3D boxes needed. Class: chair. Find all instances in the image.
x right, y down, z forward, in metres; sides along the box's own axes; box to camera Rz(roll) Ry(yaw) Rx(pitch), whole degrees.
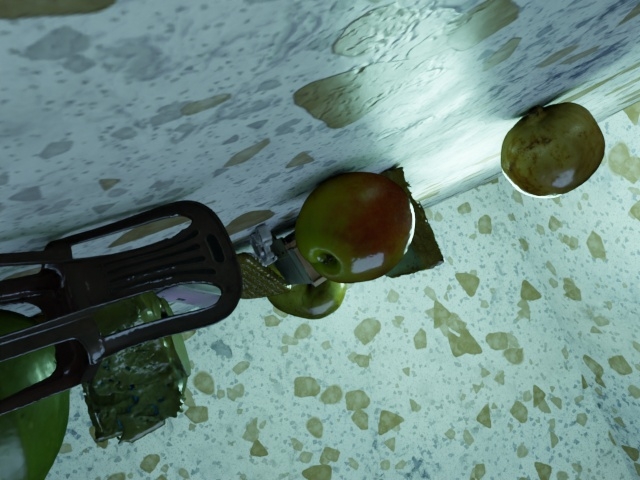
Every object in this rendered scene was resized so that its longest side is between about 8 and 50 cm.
[{"bbox_3d":[-0.281,0.075,0.616,0.326,0.176,0.183,-13,160,-38],"label":"chair"}]

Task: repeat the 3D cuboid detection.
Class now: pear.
[{"bbox_3d":[-0.050,0.128,1.806,0.304,0.304,0.304,-24,176,-2],"label":"pear"}]

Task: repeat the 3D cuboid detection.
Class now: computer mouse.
[{"bbox_3d":[-0.361,0.141,1.439,0.126,0.056,0.245,-28,153,27],"label":"computer mouse"}]

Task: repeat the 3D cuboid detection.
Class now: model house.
[{"bbox_3d":[0.000,0.000,1.370,0.244,0.169,0.326,-30,-178,-16],"label":"model house"}]

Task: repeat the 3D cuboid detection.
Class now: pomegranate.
[{"bbox_3d":[0.565,-0.225,1.245,0.248,0.248,0.248,-24,176,-2],"label":"pomegranate"}]

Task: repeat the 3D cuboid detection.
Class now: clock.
[{"bbox_3d":[-0.134,0.010,1.201,0.041,0.087,0.129,-22,168,-20],"label":"clock"}]

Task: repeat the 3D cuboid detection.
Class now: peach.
[{"bbox_3d":[0.066,-0.025,0.978,0.231,0.231,0.231,-24,176,-2],"label":"peach"}]

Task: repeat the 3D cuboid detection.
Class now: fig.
[{"bbox_3d":[-0.496,0.258,0.713,0.316,0.316,0.316,-24,176,-2],"label":"fig"}]

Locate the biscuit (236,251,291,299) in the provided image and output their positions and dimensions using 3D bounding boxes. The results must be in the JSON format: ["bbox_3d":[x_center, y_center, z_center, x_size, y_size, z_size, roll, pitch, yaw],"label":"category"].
[{"bbox_3d":[-0.204,0.103,1.360,0.172,0.029,0.254,-12,150,22],"label":"biscuit"}]

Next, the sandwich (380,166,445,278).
[{"bbox_3d":[0.182,-0.034,1.259,0.087,0.251,0.226,-21,177,-17],"label":"sandwich"}]

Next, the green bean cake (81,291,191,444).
[{"bbox_3d":[-0.357,0.213,0.946,0.202,0.310,0.285,-20,177,-18],"label":"green bean cake"}]

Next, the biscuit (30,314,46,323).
[{"bbox_3d":[-0.659,0.212,1.082,0.183,0.039,0.174,-23,177,-21],"label":"biscuit"}]
